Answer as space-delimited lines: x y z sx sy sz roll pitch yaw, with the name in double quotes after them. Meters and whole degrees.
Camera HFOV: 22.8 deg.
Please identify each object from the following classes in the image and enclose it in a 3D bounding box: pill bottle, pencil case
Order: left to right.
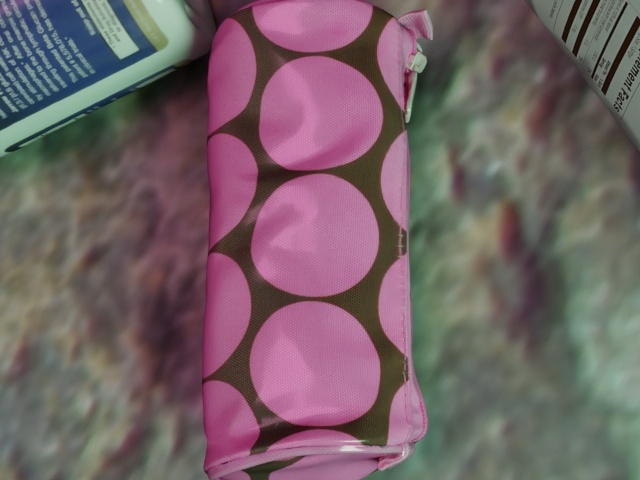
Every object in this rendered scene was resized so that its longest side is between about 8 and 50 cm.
-0.143 -0.095 0.743 0.169 0.094 0.094 -25 65 11 "pill bottle"
0.000 0.000 0.664 0.098 0.095 0.209 -1 74 4 "pencil case"

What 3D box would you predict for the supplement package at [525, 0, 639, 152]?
0.207 -0.092 0.533 0.194 0.149 0.203 -30 75 -14 "supplement package"
